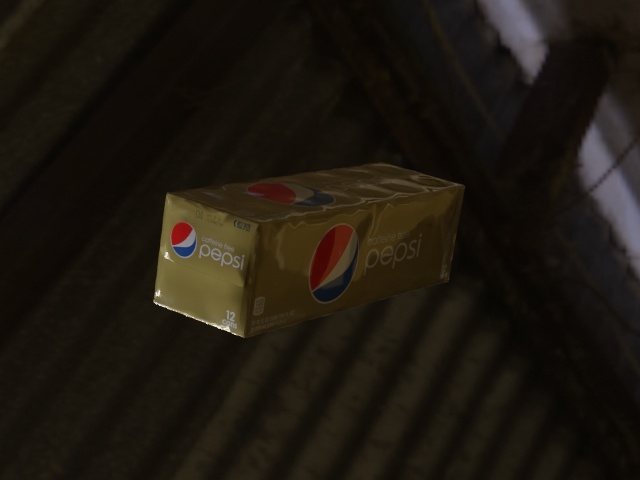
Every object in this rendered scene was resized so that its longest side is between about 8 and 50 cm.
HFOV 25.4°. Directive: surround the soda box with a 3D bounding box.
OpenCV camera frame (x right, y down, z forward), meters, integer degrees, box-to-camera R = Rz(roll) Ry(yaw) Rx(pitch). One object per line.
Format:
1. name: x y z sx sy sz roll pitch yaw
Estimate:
1. soda box: 0.000 0.000 0.731 0.181 0.061 0.058 -13 -65 -52
